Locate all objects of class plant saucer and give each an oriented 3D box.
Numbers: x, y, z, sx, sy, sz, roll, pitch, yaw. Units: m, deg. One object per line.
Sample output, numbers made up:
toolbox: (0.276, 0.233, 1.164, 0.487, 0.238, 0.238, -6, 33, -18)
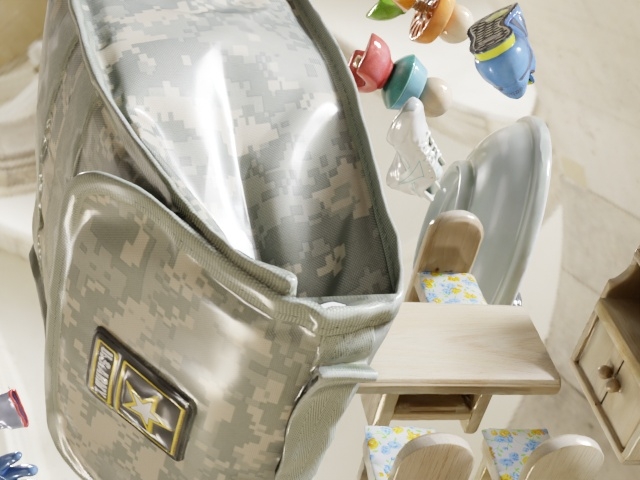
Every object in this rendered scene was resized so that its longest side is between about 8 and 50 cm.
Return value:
plant saucer: (0.218, -0.006, 1.372, 0.400, 0.101, 0.400, -163, -90, -85)

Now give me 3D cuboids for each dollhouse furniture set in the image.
dollhouse furniture set: (0.129, 0.051, 0.570, 0.242, 0.161, 0.212, 3, -143, -14)

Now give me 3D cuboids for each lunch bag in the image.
lunch bag: (-0.068, 0.016, 0.504, 0.235, 0.169, 0.287, 109, -33, -41)

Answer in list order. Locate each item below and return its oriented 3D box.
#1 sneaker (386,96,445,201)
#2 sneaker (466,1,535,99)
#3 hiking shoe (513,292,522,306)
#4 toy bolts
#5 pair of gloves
sneaker: (0.108, -0.098, 0.991, 0.061, 0.152, 0.053, 30, -113, 21)
sneaker: (0.228, -0.232, 1.128, 0.069, 0.082, 0.209, -25, -159, 23)
hiking shoe: (0.265, 0.087, 1.635, 0.114, 0.086, 0.227, -8, -148, -26)
toy bolts: (0.153, -0.294, 1.318, 0.228, 0.158, 0.218, -68, -167, -8)
pair of gloves: (-0.389, 0.241, 1.048, 0.159, 0.198, 0.023, -10, -165, 23)
